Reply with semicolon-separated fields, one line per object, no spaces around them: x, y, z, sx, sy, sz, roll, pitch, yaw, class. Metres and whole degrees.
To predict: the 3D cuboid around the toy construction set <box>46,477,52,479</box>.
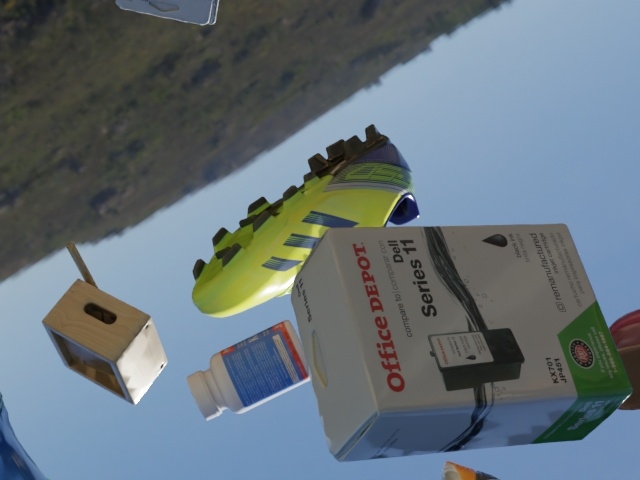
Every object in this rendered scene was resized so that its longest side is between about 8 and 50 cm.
-0.381;0.359;1.315;0.215;0.327;0.151;12;173;26;toy construction set

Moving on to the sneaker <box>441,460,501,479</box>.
0.220;0.436;1.909;0.262;0.099;0.121;88;22;-64;sneaker

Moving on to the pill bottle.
-0.131;0.247;2.246;0.222;0.124;0.124;-25;-171;-4;pill bottle

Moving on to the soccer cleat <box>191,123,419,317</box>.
0.001;-0.001;1.051;0.093;0.121;0.289;-23;-167;42;soccer cleat

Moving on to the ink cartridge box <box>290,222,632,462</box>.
0.099;0.071;0.884;0.208;0.153;0.087;-2;148;-23;ink cartridge box

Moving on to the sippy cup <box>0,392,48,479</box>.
-0.165;0.205;0.516;0.240;0.224;0.305;-43;-173;4;sippy cup

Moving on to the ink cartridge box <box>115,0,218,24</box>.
-0.158;-0.315;1.320;0.063;0.109;0.150;108;-10;-49;ink cartridge box

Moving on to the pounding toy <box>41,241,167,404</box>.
-0.261;0.099;1.437;0.100;0.141;0.130;-54;157;-27;pounding toy

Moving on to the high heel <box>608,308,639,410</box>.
0.436;0.086;1.076;0.377;0.127;0.181;-4;-175;21;high heel
